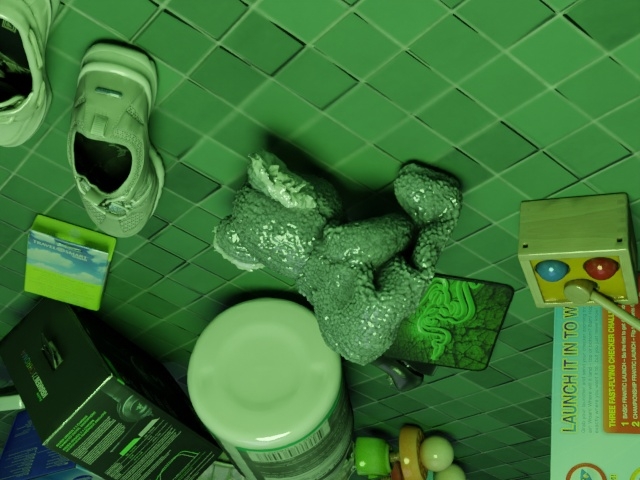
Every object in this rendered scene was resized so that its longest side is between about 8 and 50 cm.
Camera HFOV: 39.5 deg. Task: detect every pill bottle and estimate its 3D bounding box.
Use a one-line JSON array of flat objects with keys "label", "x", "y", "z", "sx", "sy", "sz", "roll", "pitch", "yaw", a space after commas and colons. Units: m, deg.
[{"label": "pill bottle", "x": -0.057, "y": 0.244, "z": 1.284, "sx": 0.204, "sy": 0.204, "sz": 0.361, "roll": 6, "pitch": 153, "yaw": 9}]

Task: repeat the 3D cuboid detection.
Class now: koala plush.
[{"label": "koala plush", "x": 0.000, "y": 0.000, "z": 0.940, "sx": 0.221, "sy": 0.203, "sz": 0.196, "roll": 30, "pitch": 144, "yaw": -7}]

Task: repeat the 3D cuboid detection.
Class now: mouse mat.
[{"label": "mouse mat", "x": 0.161, "y": 0.110, "z": 1.173, "sx": 0.152, "sy": 0.007, "sz": 0.190, "roll": 8, "pitch": 136, "yaw": 2}]

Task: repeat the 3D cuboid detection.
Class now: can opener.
[{"label": "can opener", "x": 0.080, "y": 0.158, "z": 1.273, "sx": 0.186, "sy": 0.073, "sz": 0.059, "roll": 28, "pitch": -177, "yaw": -19}]

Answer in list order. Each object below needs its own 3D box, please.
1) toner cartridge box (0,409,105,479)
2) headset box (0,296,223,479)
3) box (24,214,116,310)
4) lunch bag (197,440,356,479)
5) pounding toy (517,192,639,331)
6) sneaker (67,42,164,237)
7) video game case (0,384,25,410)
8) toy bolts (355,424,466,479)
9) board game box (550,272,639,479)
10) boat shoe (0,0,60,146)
[{"label": "toner cartridge box", "x": -0.495, "y": 0.386, "z": 1.689, "sx": 0.075, "sy": 0.165, "sz": 0.347, "roll": 33, "pitch": 142, "yaw": -32}, {"label": "headset box", "x": -0.316, "y": 0.227, "z": 1.307, "sx": 0.246, "sy": 0.131, "sz": 0.283, "roll": 41, "pitch": 175, "yaw": 47}, {"label": "box", "x": -0.339, "y": 0.029, "z": 1.202, "sx": 0.109, "sy": 0.042, "sz": 0.178, "roll": 17, "pitch": 147, "yaw": -10}, {"label": "lunch bag", "x": -0.090, "y": 0.424, "z": 1.571, "sx": 0.286, "sy": 0.169, "sz": 0.235, "roll": 11, "pitch": 130, "yaw": -3}, {"label": "pounding toy", "x": 0.291, "y": 0.033, "z": 0.959, "sx": 0.130, "sy": 0.100, "sz": 0.141, "roll": -4, "pitch": 144, "yaw": 23}, {"label": "sneaker", "x": -0.230, "y": -0.076, "z": 0.939, "sx": 0.105, "sy": 0.115, "sz": 0.281, "roll": 12, "pitch": 147, "yaw": 0}, {"label": "video game case", "x": -0.501, "y": 0.260, "z": 1.502, "sx": 0.206, "sy": 0.026, "sz": 0.227, "roll": -10, "pitch": 177, "yaw": 25}, {"label": "toy bolts", "x": 0.168, "y": 0.438, "z": 1.552, "sx": 0.158, "sy": 0.218, "sz": 0.228, "roll": -7, "pitch": 162, "yaw": 16}, {"label": "board game box", "x": 0.408, "y": 0.183, "z": 0.962, "sx": 0.301, "sy": 0.308, "sz": 0.086, "roll": -3, "pitch": 147, "yaw": 22}, {"label": "boat shoe", "x": -0.307, "y": -0.158, "z": 0.863, "sx": 0.096, "sy": 0.088, "sz": 0.267, "roll": 22, "pitch": 146, "yaw": -17}]
